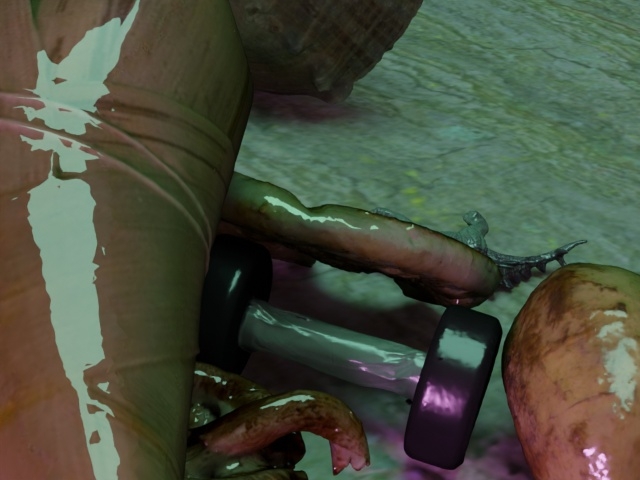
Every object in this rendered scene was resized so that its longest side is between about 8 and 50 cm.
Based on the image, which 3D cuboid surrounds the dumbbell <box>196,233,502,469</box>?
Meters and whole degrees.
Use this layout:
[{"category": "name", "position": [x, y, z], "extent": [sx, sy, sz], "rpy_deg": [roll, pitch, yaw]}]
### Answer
[{"category": "dumbbell", "position": [0.010, 0.068, 0.767], "extent": [0.191, 0.100, 0.100], "rpy_deg": [18, 28, 11]}]

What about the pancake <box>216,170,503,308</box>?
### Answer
[{"category": "pancake", "position": [0.000, 0.000, 0.841], "extent": [0.253, 0.037, 0.253], "rpy_deg": [17, -5, 2]}]

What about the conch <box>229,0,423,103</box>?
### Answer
[{"category": "conch", "position": [-0.053, -0.281, 1.198], "extent": [0.297, 0.352, 0.210], "rpy_deg": [43, 26, 10]}]

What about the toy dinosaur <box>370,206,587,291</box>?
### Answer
[{"category": "toy dinosaur", "position": [0.120, 0.010, 0.983], "extent": [0.209, 0.039, 0.082], "rpy_deg": [1, 29, -20]}]

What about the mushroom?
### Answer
[{"category": "mushroom", "position": [-0.057, 0.117, 0.665], "extent": [0.170, 0.080, 0.135], "rpy_deg": [-2, 37, -6]}]

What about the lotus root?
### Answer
[{"category": "lotus root", "position": [0.173, 0.104, 0.736], "extent": [0.138, 0.138, 0.214], "rpy_deg": [11, 43, 0]}]

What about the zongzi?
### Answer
[{"category": "zongzi", "position": [-0.255, 0.036, 0.630], "extent": [0.447, 0.181, 0.418], "rpy_deg": [-12, 48, 12]}]
